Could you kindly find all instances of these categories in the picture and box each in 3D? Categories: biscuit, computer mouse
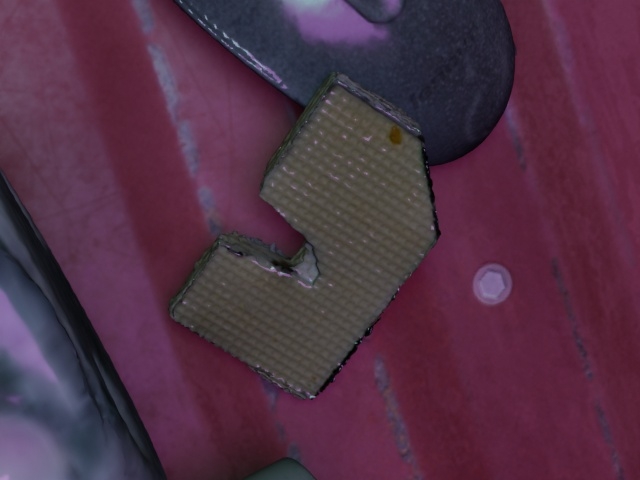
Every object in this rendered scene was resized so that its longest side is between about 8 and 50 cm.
[{"bbox_3d":[0.000,0.000,1.135,0.147,0.046,0.250,30,113,-13],"label":"biscuit"},{"bbox_3d":[0.006,-0.210,1.139,0.374,0.114,0.203,38,86,-10],"label":"computer mouse"}]

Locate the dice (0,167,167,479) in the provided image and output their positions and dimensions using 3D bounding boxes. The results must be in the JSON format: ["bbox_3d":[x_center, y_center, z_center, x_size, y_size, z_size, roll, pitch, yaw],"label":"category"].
[{"bbox_3d":[-0.312,0.118,0.974,0.328,0.348,0.330,-29,97,-7],"label":"dice"}]

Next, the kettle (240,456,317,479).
[{"bbox_3d":[-0.122,0.330,1.098,0.318,0.265,0.205,-24,74,-19],"label":"kettle"}]
